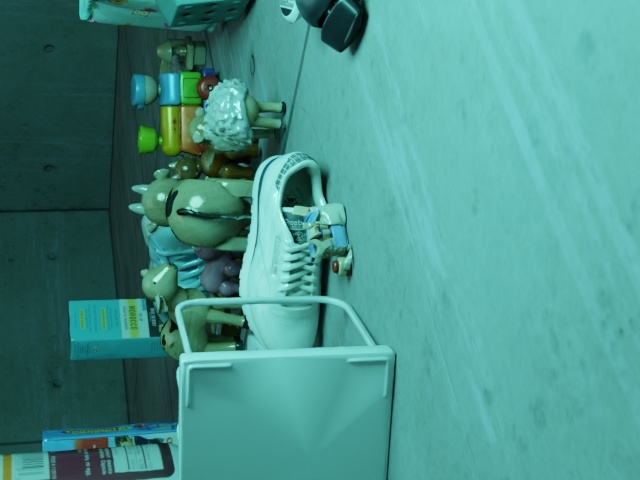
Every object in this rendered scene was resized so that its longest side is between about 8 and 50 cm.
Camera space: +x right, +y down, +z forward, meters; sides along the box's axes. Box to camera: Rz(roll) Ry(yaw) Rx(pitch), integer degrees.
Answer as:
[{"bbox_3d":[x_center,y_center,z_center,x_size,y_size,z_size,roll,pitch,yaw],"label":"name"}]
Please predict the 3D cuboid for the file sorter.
[{"bbox_3d":[-0.050,0.210,1.137,0.173,0.193,0.277,-125,36,-69],"label":"file sorter"}]

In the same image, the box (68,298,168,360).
[{"bbox_3d":[-0.346,0.164,2.168,0.060,0.244,0.100,103,159,-44],"label":"box"}]

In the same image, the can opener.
[{"bbox_3d":[0.026,-0.258,1.082,0.059,0.073,0.186,-54,-7,-36],"label":"can opener"}]

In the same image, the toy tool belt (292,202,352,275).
[{"bbox_3d":[0.000,0.000,1.191,0.052,0.051,0.083,113,151,-59],"label":"toy tool belt"}]

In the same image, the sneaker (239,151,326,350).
[{"bbox_3d":[-0.033,0.021,1.272,0.095,0.090,0.235,-175,82,-66],"label":"sneaker"}]

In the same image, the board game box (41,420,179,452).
[{"bbox_3d":[-0.338,0.484,2.064,0.086,0.302,0.308,-166,75,-75],"label":"board game box"}]

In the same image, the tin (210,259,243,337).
[{"bbox_3d":[-0.144,0.080,1.796,0.189,0.040,0.106,102,156,-43],"label":"tin"}]

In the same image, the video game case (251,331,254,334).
[{"bbox_3d":[-0.080,0.175,1.607,0.087,0.011,0.122,160,108,-74],"label":"video game case"}]

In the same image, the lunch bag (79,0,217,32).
[{"bbox_3d":[-0.258,-0.470,1.797,0.160,0.223,0.262,150,118,-66],"label":"lunch bag"}]

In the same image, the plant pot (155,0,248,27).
[{"bbox_3d":[-0.177,-0.430,1.626,0.165,0.166,0.234,150,111,-74],"label":"plant pot"}]

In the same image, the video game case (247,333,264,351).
[{"bbox_3d":[-0.072,0.217,1.529,0.143,0.019,0.157,-151,62,-66],"label":"video game case"}]

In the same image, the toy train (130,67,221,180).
[{"bbox_3d":[-0.237,-0.158,1.912,0.105,0.143,0.248,-166,75,-76],"label":"toy train"}]

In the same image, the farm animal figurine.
[{"bbox_3d":[-0.163,-0.016,1.518,0.327,0.172,0.330,142,131,-71],"label":"farm animal figurine"}]

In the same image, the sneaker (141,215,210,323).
[{"bbox_3d":[-0.220,0.056,1.939,0.366,0.135,0.150,100,156,-67],"label":"sneaker"}]

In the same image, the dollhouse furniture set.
[{"bbox_3d":[-0.327,-0.328,2.186,0.303,0.174,0.355,-111,24,-54],"label":"dollhouse furniture set"}]

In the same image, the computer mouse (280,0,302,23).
[{"bbox_3d":[-0.007,-0.322,1.210,0.106,0.042,0.193,-139,54,-65],"label":"computer mouse"}]

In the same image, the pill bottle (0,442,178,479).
[{"bbox_3d":[-0.310,0.425,1.764,0.224,0.392,0.224,179,90,-76],"label":"pill bottle"}]
